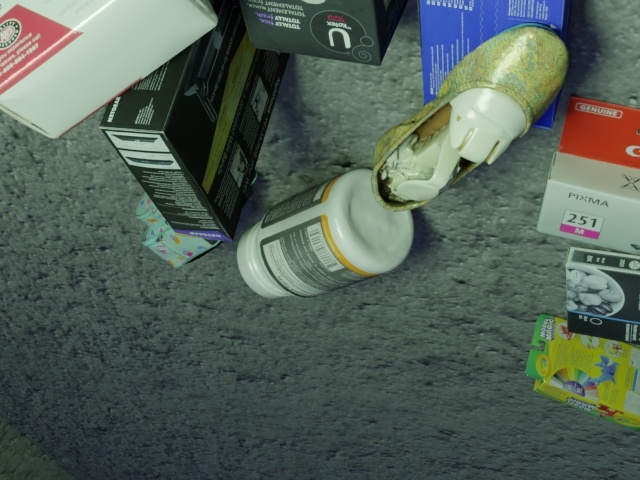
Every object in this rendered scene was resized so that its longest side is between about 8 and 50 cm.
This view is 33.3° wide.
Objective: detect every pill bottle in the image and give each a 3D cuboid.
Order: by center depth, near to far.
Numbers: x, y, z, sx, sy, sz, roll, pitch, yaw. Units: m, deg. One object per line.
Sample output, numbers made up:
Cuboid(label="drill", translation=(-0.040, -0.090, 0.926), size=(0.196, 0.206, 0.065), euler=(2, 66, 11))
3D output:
Cuboid(label="pill bottle", translation=(0.000, 0.000, 1.668), size=(0.162, 0.162, 0.278), euler=(36, 147, -25))

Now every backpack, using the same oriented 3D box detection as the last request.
Cuboid(label="backpack", translation=(-0.210, -0.051, 1.702), size=(0.144, 0.166, 0.188), euler=(31, 144, -13))

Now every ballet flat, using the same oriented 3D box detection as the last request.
Cuboid(label="ballet flat", translation=(0.165, -0.124, 1.266), size=(0.123, 0.123, 0.348), euler=(30, 149, -16))

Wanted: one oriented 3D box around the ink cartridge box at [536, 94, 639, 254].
Cuboid(label="ink cartridge box", translation=(0.437, -0.067, 1.405), size=(0.275, 0.060, 0.239), euler=(13, 150, 11))

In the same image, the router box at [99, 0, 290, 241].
Cuboid(label="router box", translation=(-0.134, -0.190, 1.270), size=(0.081, 0.309, 0.243), euler=(6, 153, 18))

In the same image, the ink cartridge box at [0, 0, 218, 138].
Cuboid(label="ink cartridge box", translation=(-0.278, -0.298, 1.126), size=(0.226, 0.306, 0.131), euler=(-35, 156, 12))

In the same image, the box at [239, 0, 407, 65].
Cuboid(label="box", translation=(-0.002, -0.337, 1.141), size=(0.165, 0.143, 0.270), euler=(12, 148, 17))

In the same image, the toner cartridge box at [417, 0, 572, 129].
Cuboid(label="toner cartridge box", translation=(0.196, -0.273, 1.197), size=(0.165, 0.075, 0.348), euler=(13, 149, 15))

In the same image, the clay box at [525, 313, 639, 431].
Cuboid(label="clay box", translation=(0.448, 0.217, 1.785), size=(0.222, 0.127, 0.053), euler=(21, 149, 0))

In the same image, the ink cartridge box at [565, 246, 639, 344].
Cuboid(label="ink cartridge box", translation=(0.484, 0.093, 1.647), size=(0.208, 0.045, 0.206), euler=(7, 147, 19))
